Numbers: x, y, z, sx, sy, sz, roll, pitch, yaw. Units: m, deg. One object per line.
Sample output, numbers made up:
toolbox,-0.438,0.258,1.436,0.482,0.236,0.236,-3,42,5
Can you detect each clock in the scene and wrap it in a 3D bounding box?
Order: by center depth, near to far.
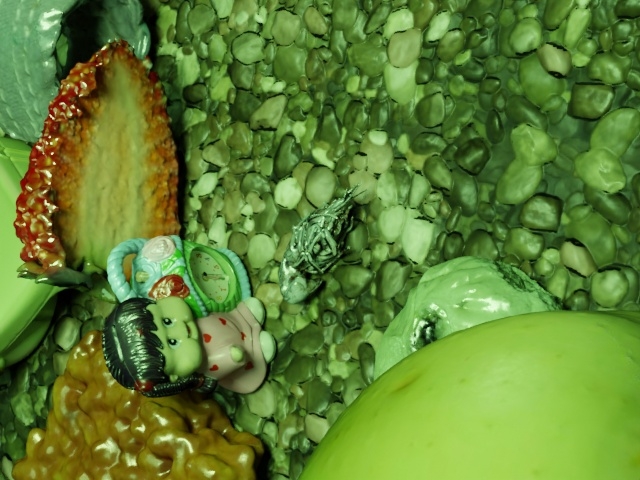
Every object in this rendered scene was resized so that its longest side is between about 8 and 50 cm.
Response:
clock,-0.163,0.086,1.299,0.100,0.195,0.194,-34,67,33
clock,-0.477,0.050,1.589,0.348,0.117,0.286,-51,58,22

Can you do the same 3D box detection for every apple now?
apple,0.178,0.281,0.859,0.474,0.474,0.473,-5,82,37

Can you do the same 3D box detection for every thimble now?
thimble,-0.329,-0.236,1.453,0.172,0.205,0.236,20,100,36

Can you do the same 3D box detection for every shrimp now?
shrimp,0.000,0.000,1.271,0.165,0.057,0.065,-55,41,30

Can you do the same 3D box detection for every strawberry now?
strawberry,-0.268,-0.077,1.379,0.138,0.233,0.306,1,78,35

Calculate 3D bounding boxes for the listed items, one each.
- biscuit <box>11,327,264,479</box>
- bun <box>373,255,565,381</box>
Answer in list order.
biscuit,-0.232,0.295,1.381,0.312,0.110,0.318,42,110,30
bun,0.139,0.125,1.116,0.221,0.108,0.221,-4,83,36
